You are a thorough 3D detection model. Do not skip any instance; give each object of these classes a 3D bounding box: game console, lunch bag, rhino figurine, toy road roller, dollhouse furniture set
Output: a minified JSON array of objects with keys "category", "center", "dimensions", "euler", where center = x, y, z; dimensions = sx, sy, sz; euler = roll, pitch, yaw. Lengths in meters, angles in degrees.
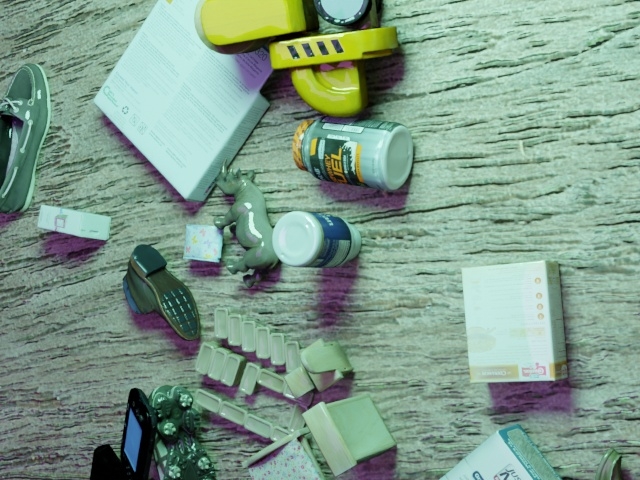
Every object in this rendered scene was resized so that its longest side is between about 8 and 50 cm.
[{"category":"game console","center":[-0.369,0.430,1.993],"dimensions":[0.213,0.044,0.361],"euler":[43,131,37]},{"category":"lunch bag","center":[-0.218,0.006,1.988],"dimensions":[0.083,0.053,0.071],"euler":[3,87,42]},{"category":"rhino figurine","center":[-0.139,-0.043,1.929],"dimensions":[0.106,0.073,0.243],"euler":[-28,73,32]},{"category":"toy road roller","center":[-0.032,-0.326,1.770],"dimensions":[0.329,0.202,0.241],"euler":[-6,100,10]},{"category":"dollhouse furniture set","center":[-0.072,0.389,1.796],"dimensions":[0.355,0.174,0.303],"euler":[-36,73,23]}]

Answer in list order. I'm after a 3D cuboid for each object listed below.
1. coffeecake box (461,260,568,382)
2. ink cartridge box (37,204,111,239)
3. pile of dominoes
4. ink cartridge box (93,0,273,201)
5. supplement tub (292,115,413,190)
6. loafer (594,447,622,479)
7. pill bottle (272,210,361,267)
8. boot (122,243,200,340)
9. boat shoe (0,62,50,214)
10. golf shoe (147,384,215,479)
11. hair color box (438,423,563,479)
[{"category":"coffeecake box","center":[0.307,0.130,1.644],"dimensions":[0.142,0.068,0.186],"euler":[-6,85,32]},{"category":"ink cartridge box","center":[-0.509,-0.037,2.149],"dimensions":[0.122,0.088,0.052],"euler":[12,92,31]},{"category":"pile of dominoes","center":[-0.115,0.252,1.937],"dimensions":[0.251,0.040,0.196],"euler":[21,99,23]},{"category":"ink cartridge box","center":[-0.252,-0.300,2.013],"dimensions":[0.324,0.071,0.330],"euler":[46,107,25]},{"category":"supplement tub","center":[0.054,-0.153,1.786],"dimensions":[0.190,0.117,0.117],"euler":[10,93,32]},{"category":"loafer","center":[0.442,0.385,1.561],"dimensions":[0.050,0.056,0.148],"euler":[8,103,31]},{"category":"pill bottle","center":[0.000,0.000,1.781],"dimensions":[0.094,0.169,0.094],"euler":[-1,87,31]},{"category":"boot","center":[-0.315,0.122,2.047],"dimensions":[0.219,0.082,0.106],"euler":[57,137,16]},{"category":"boat shoe","center":[-0.665,-0.222,2.250],"dimensions":[0.112,0.095,0.335],"euler":[11,94,32]},{"category":"golf shoe","center":[-0.274,0.411,1.997],"dimensions":[0.120,0.105,0.273],"euler":[-5,92,62]},{"category":"hair color box","center":[0.230,0.469,1.657],"dimensions":[0.347,0.105,0.174],"euler":[-46,66,23]}]
